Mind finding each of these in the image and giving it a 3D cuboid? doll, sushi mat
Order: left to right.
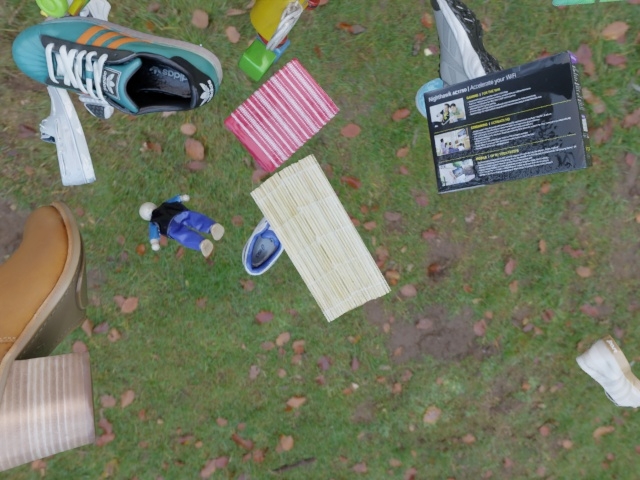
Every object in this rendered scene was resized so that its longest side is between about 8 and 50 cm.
[{"bbox_3d":[-0.286,-0.032,1.074,0.129,0.189,0.046,-58,154,-16],"label":"doll"},{"bbox_3d":[0.000,0.000,1.082,0.152,0.019,0.316,-27,98,23],"label":"sushi mat"}]

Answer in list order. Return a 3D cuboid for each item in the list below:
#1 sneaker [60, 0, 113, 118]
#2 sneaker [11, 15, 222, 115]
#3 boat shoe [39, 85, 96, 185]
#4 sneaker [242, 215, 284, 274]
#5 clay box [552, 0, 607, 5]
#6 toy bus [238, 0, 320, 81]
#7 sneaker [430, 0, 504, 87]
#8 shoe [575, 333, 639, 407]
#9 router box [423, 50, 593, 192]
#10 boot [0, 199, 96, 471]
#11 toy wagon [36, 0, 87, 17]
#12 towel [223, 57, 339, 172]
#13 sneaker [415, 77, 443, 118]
[{"bbox_3d":[-0.536,-0.440,1.325,0.110,0.118,0.292,17,125,21],"label":"sneaker"},{"bbox_3d":[-0.299,-0.247,0.782,0.303,0.121,0.108,6,122,-3],"label":"sneaker"},{"bbox_3d":[-0.531,-0.221,1.121,0.081,0.079,0.227,-18,88,-20],"label":"boat shoe"},{"bbox_3d":[-0.098,-0.041,1.351,0.112,0.131,0.296,24,99,-9],"label":"sneaker"},{"bbox_3d":[0.310,-0.311,0.491,0.128,0.053,0.222,-8,142,-8],"label":"clay box"},{"bbox_3d":[-0.036,-0.262,0.499,0.104,0.202,0.191,37,88,-12],"label":"toy bus"},{"bbox_3d":[0.257,-0.358,1.038,0.100,0.271,0.108,0,156,-42],"label":"sneaker"},{"bbox_3d":[0.444,0.205,0.831,0.058,0.076,0.219,-37,132,14],"label":"shoe"},{"bbox_3d":[0.224,-0.137,0.669,0.179,0.046,0.133,-7,93,35],"label":"router box"},{"bbox_3d":[-0.318,0.072,0.470,0.220,0.283,0.109,-4,142,-23],"label":"boot"},{"bbox_3d":[-0.449,-0.537,1.069,0.068,0.267,0.344,38,140,-26],"label":"toy wagon"},{"bbox_3d":[-0.110,-0.348,1.541,0.275,0.031,0.199,-42,102,1],"label":"towel"},{"bbox_3d":[0.371,-0.300,1.301,0.319,0.208,0.127,7,91,-1],"label":"sneaker"}]
